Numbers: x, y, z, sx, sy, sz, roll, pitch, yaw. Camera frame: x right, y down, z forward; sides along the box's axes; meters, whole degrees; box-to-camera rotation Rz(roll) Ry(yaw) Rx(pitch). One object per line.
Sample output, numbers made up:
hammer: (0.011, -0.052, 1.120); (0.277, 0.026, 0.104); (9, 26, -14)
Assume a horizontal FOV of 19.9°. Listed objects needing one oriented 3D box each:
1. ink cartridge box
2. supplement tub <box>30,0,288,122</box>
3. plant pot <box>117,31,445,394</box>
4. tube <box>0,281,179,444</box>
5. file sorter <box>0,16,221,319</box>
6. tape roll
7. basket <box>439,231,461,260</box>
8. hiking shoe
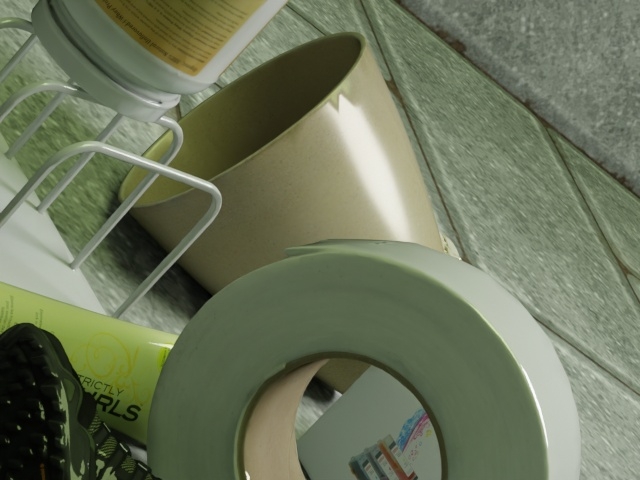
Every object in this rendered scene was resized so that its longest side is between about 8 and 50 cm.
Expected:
ink cartridge box: (0.089, 0.201, 1.493); (0.128, 0.127, 0.176); (22, 28, -49)
supplement tub: (-0.096, -0.195, 1.289); (0.144, 0.200, 0.144); (39, 20, -17)
plant pot: (0.000, 0.000, 1.627); (0.274, 0.256, 0.256); (57, 13, -19)
tube: (-0.170, 0.081, 1.279); (0.240, 0.070, 0.062); (26, 36, -41)
file sorter: (-0.228, -0.085, 1.365); (0.193, 0.173, 0.278); (19, 31, -53)
tape roll: (0.029, 0.141, 1.238); (0.286, 0.286, 0.100); (48, 18, 11)
basket: (0.092, 0.056, 1.864); (0.113, 0.103, 0.167); (32, 23, -33)
hiking shoe: (-0.153, 0.158, 1.162); (0.114, 0.086, 0.227); (33, 29, -57)
